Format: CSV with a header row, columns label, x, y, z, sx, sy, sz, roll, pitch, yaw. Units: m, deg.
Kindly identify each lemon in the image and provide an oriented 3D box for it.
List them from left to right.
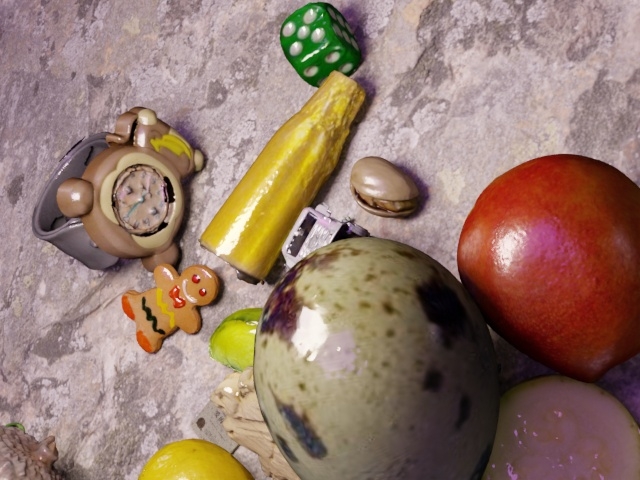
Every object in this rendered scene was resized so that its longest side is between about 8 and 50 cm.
label,x,y,z,sx,sy,sz,roll,pitch,yaw
lemon,-0.221,0.494,1.472,0.236,0.236,0.263,-49,35,12

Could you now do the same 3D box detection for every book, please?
label,x,y,z,sx,sy,sz,roll,pitch,yaw
book,-0.181,0.351,1.619,0.172,0.012,0.118,-51,56,10

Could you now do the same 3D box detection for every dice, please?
label,x,y,z,sx,sy,sz,roll,pitch,yaw
dice,0.001,-0.399,1.648,0.120,0.128,0.131,-30,61,22

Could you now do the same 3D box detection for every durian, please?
label,x,y,z,sx,sy,sz,roll,pitch,yaw
durian,-0.114,0.201,1.570,0.250,0.101,0.139,0,105,33

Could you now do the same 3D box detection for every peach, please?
label,x,y,z,sx,sy,sz,roll,pitch,yaw
peach,0.363,0.042,1.187,0.307,0.307,0.333,-23,70,26

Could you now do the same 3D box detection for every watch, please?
label,x,y,z,sx,sy,sz,roll,pitch,yaw
watch,-0.472,-0.109,1.818,0.326,0.314,0.335,5,64,45

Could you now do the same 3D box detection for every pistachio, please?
label,x,y,z,sx,sy,sz,roll,pitch,yaw
pistachio,0.116,-0.098,1.507,0.149,0.113,0.113,31,94,20

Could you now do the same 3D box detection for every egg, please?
label,x,y,z,sx,sy,sz,roll,pitch,yaw
egg,0.086,0.206,1.155,0.345,0.345,0.428,-22,92,27

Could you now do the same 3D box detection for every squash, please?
label,x,y,z,sx,sy,sz,roll,pitch,yaw
squash,0.360,0.327,1.201,0.252,0.049,0.252,-3,73,9

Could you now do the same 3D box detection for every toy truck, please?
label,x,y,z,sx,sy,sz,roll,pitch,yaw
toy truck,0.044,0.026,1.411,0.155,0.268,0.124,32,94,37

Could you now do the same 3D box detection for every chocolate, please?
label,x,y,z,sx,sy,sz,roll,pitch,yaw
chocolate,-0.055,-0.128,1.600,0.162,0.162,0.445,36,92,35

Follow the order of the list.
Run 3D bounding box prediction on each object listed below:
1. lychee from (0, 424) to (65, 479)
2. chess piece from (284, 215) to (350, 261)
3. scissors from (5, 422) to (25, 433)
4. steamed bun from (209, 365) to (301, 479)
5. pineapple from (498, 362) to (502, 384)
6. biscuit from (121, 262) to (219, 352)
label,x,y,z,sx,sy,sz,roll,pitch,yaw
lychee,-0.708,0.578,1.685,0.432,0.380,0.380,-47,55,-5
chess piece,0.000,0.000,1.583,0.149,0.059,0.059,-36,59,11
scissors,-0.801,0.481,1.979,0.204,0.027,0.101,8,79,33
steamed bun,-0.041,0.325,1.414,0.295,0.292,0.137,27,50,21
pineapple,0.263,0.295,1.294,0.083,0.103,0.221,-4,71,0
biscuit,-0.320,0.132,1.725,0.250,0.036,0.165,-29,87,24
